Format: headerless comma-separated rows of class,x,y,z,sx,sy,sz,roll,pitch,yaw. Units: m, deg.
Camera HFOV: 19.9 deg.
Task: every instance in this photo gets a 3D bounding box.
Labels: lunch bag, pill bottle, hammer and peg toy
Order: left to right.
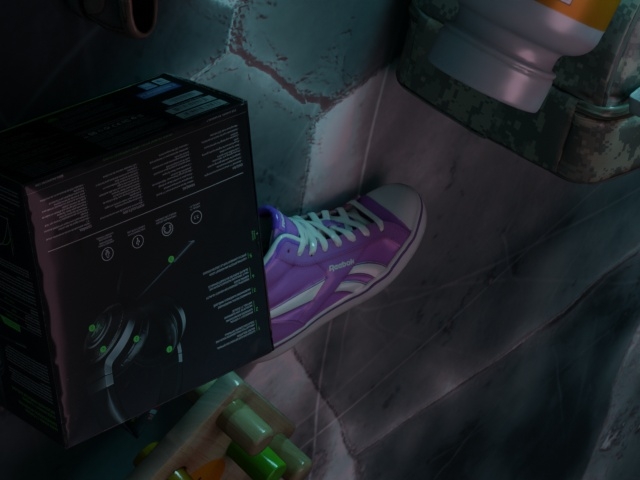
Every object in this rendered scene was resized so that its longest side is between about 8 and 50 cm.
hammer and peg toy,-0.134,0.281,1.969,0.266,0.127,0.361,-47,160,-5
pill bottle,0.184,-0.232,1.455,0.136,0.136,0.246,9,111,-53
lunch bag,0.256,-0.237,1.917,0.212,0.305,0.256,-22,135,-39

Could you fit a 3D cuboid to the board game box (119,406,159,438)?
board game box,-0.187,0.103,1.877,0.194,0.060,0.194,-38,143,-24

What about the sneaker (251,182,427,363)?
sneaker,0.000,0.001,1.988,0.282,0.102,0.161,-40,140,-21

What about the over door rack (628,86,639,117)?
over door rack,0.448,-0.254,1.753,0.324,0.108,0.240,-29,138,-21

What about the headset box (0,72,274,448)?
headset box,-0.184,0.023,1.684,0.246,0.131,0.283,-25,121,-33

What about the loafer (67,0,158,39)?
loafer,-0.155,-0.299,1.555,0.096,0.084,0.268,-20,133,-40
